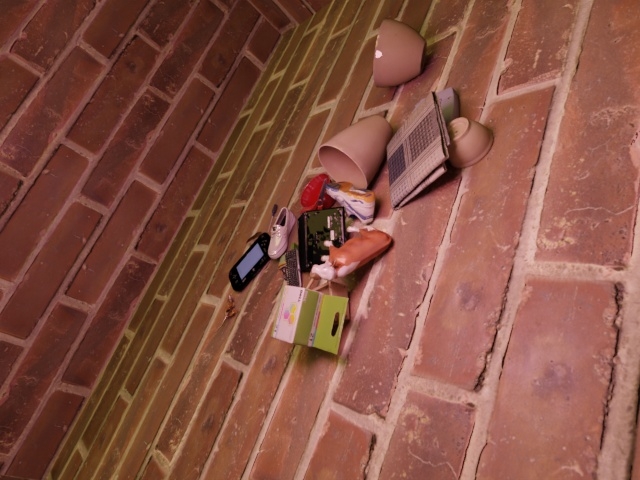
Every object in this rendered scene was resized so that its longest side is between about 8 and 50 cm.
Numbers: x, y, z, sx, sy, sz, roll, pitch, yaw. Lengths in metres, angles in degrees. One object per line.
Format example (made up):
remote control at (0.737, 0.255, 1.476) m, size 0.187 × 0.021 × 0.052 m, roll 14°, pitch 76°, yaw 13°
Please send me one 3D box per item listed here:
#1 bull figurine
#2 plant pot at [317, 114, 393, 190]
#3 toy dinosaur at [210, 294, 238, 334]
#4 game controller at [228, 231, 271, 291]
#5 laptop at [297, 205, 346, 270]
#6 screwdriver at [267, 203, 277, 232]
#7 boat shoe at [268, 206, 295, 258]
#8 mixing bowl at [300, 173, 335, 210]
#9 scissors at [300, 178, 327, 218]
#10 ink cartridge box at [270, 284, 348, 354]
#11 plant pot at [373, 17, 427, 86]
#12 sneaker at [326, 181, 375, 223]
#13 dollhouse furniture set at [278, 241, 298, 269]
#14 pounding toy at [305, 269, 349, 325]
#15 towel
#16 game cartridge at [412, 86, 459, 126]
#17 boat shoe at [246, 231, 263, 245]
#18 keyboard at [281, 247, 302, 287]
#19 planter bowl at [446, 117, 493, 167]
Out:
bull figurine at (0.097, 0.046, 1.435) m, size 0.310 × 0.101 × 0.188 m, roll -25°, pitch 31°, yaw -15°
plant pot at (0.172, -0.384, 1.696) m, size 0.274 × 0.256 × 0.256 m, roll -49°, pitch 31°, yaw -17°
toy dinosaur at (-0.452, 0.358, 1.986) m, size 0.112 × 0.064 × 0.212 m, roll -46°, pitch 20°, yaw 47°
game controller at (-0.345, 0.109, 2.046) m, size 0.319 × 0.067 × 0.166 m, roll -48°, pitch 34°, yaw 12°
laptop at (0.000, 0.000, 1.671) m, size 0.264 × 0.136 × 0.235 m, roll -6°, pitch 82°, yaw 22°
screwdriver at (-0.255, -0.118, 2.175) m, size 0.025 × 0.024 × 0.170 m, roll 0°, pitch 64°, yaw 18°
boat shoe at (-0.194, -0.040, 1.937) m, size 0.096 × 0.088 × 0.268 m, roll 1°, pitch 54°, yaw 34°
mixing bowl at (0.005, -0.200, 1.841) m, size 0.181 × 0.098 × 0.182 m, roll -32°, pitch 39°, yaw 31°
scissors at (0.005, -0.156, 1.722) m, size 0.297 × 0.108 × 0.021 m, roll -49°, pitch 16°, yaw 51°
ink cartridge box at (-0.040, 0.256, 1.354) m, size 0.255 × 0.097 × 0.189 m, roll -2°, pitch 72°, yaw 52°
plant pot at (0.365, -0.823, 1.816) m, size 0.190 × 0.284 × 0.284 m, roll 13°, pitch 67°, yaw 17°
sneaker at (0.108, -0.153, 1.639) m, size 0.111 × 0.131 × 0.296 m, roll -17°, pitch 28°, yaw -23°
dollhouse furniture set at (-0.153, 0.070, 1.844) m, size 0.151 × 0.058 × 0.076 m, roll -29°, pitch 41°, yaw 34°
pounding toy at (0.011, 0.207, 1.478) m, size 0.181 × 0.094 × 0.206 m, roll -32°, pitch 49°, yaw 39°
towel at (0.341, -0.312, 1.451) m, size 0.324 × 0.056 × 0.313 m, roll 131°, pitch 146°, yaw -54°
game cartridge at (0.429, -0.444, 1.562) m, size 0.196 × 0.060 × 0.295 m, roll -12°, pitch 53°, yaw 51°
boat shoe at (-0.338, -0.006, 2.153) m, size 0.135 × 0.045 × 0.050 m, roll -25°, pitch 36°, yaw 43°
keyboard at (-0.129, 0.132, 1.746) m, size 0.108 × 0.023 × 0.180 m, roll -24°, pitch 63°, yaw 38°
planter bowl at (0.475, -0.339, 1.363) m, size 0.162 × 0.109 × 0.162 m, roll -31°, pitch 41°, yaw 32°
